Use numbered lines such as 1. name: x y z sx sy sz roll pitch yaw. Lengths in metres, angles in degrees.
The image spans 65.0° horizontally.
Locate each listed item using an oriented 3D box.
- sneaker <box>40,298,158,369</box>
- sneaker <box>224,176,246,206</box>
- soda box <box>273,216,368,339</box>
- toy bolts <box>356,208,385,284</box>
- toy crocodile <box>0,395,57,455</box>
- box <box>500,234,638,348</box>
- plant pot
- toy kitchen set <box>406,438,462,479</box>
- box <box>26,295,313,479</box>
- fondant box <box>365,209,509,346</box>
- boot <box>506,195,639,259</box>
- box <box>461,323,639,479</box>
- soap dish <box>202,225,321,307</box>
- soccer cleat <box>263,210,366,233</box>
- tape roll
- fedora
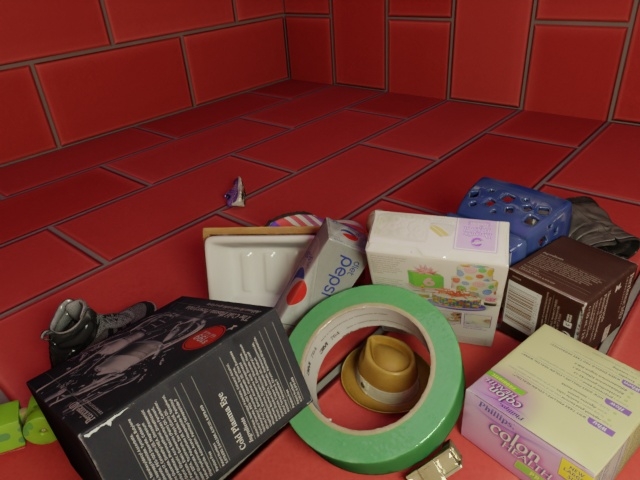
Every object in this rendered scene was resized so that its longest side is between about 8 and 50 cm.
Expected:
1. sneaker: -0.472 0.178 1.094 0.101 0.153 0.268 15 35 29
2. sneaker: -0.303 -0.171 1.766 0.071 0.069 0.170 -11 31 0
3. soda box: -0.010 0.101 1.032 0.098 0.286 0.091 23 26 -16
4. toy bolts: 0.114 0.015 1.220 0.218 0.159 0.228 -15 4 -8
5. toy crocodile: -0.554 0.334 0.905 0.340 0.105 0.115 -10 30 -19
6. box: 0.512 0.121 1.049 0.203 0.169 0.167 -24 35 -29
7. plant pot: 0.424 0.015 1.195 0.212 0.236 0.235 -34 41 -30
8. toy kitchen set: 0.193 0.375 0.799 0.083 0.075 0.068 -37 73 7
9. box: -0.250 0.245 0.815 0.312 0.179 0.343 -32 18 -37
10. fondant box: 0.228 0.085 0.985 0.238 0.330 0.096 6 58 17
11. boot: 0.649 -0.022 1.343 0.337 0.118 0.223 -11 36 -3
12. box: 0.398 0.284 0.835 0.242 0.118 0.213 -24 36 -32
13. soap dish: -0.120 0.075 1.175 0.290 0.229 0.118 0 13 7
14. soccer cleat: 0.000 0.000 1.324 0.317 0.109 0.116 4 37 -32
15. tape roll: 0.087 0.231 0.883 0.320 0.077 0.322 -11 50 14
16. fedora: 0.130 0.243 0.978 0.194 0.079 0.194 -3 29 2
